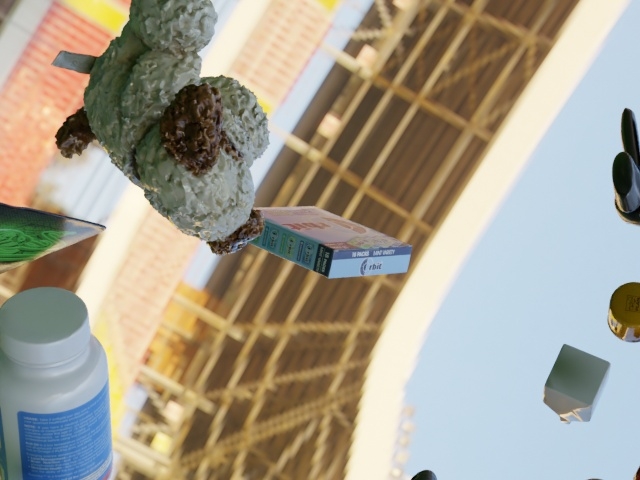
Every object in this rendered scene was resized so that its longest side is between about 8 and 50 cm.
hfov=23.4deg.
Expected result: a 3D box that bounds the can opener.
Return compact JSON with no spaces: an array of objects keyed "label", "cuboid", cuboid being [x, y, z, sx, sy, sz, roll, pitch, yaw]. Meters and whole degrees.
[{"label":"can opener","cuboid":[0.338,-0.082,1.606,0.059,0.073,0.186,-1,-140,17]}]

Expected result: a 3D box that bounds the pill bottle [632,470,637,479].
[{"label":"pill bottle","cuboid":[0.355,0.260,1.549,0.043,0.083,0.043,-41,-173,6]}]

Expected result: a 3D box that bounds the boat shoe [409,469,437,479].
[{"label":"boat shoe","cuboid":[0.093,0.302,1.643,0.040,0.049,0.142,-68,-178,-55]}]

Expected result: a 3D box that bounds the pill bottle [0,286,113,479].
[{"label":"pill bottle","cuboid":[-0.278,0.162,1.590,0.124,0.124,0.222,-82,176,-53]}]

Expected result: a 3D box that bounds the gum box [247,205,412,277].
[{"label":"gum box","cuboid":[0.000,0.000,2.016,0.184,0.157,0.041,22,-74,39]}]

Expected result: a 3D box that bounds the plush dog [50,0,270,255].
[{"label":"plush dog","cuboid":[-0.146,-0.098,1.562,0.210,0.262,0.225,-32,-129,-6]}]

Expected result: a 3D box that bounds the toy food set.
[{"label":"toy food set","cuboid":[0.221,0.157,1.195,0.232,0.111,0.104,-62,163,-21]}]

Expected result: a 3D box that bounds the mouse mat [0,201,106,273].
[{"label":"mouse mat","cuboid":[-0.305,0.002,1.422,0.152,0.189,0.007,-21,-104,22]}]
